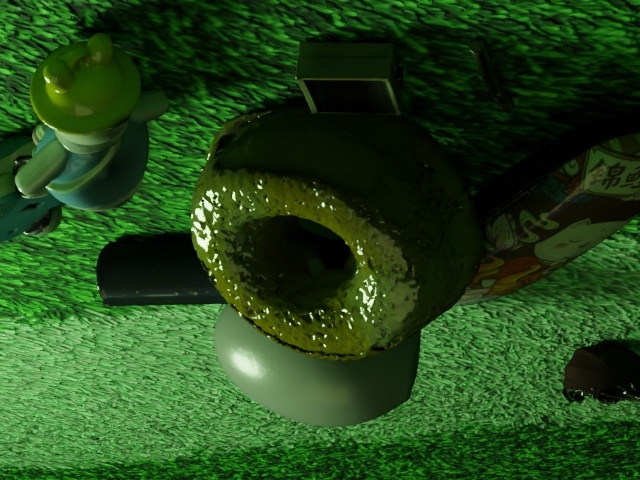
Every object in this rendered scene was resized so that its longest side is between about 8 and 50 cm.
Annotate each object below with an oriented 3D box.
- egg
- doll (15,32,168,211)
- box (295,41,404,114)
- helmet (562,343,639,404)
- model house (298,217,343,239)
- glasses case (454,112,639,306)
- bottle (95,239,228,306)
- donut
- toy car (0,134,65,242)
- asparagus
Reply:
[{"bbox_3d":[-0.005,0.119,2.146,0.232,0.176,0.176,4,162,7],"label":"egg"},{"bbox_3d":[-0.197,-0.099,1.649,0.135,0.099,0.241,-3,155,-4],"label":"doll"},{"bbox_3d":[0.028,-0.134,1.594,0.083,0.035,0.079,2,162,12],"label":"box"},{"bbox_3d":[0.356,0.163,2.355,0.123,0.070,0.098,2,169,-13],"label":"helmet"},{"bbox_3d":[0.060,-0.003,1.870,0.165,0.106,0.152,5,161,15],"label":"model house"},{"bbox_3d":[0.200,-0.023,1.735,0.122,0.082,0.321,1,153,-37],"label":"glasses case"},{"bbox_3d":[-0.121,0.034,2.084,0.244,0.072,0.082,-2,179,18],"label":"bottle"},{"bbox_3d":[0.000,0.000,1.712,0.272,0.107,0.272,15,128,20],"label":"donut"},{"bbox_3d":[-0.286,-0.067,1.833,0.161,0.098,0.126,-41,168,28],"label":"toy car"},{"bbox_3d":[0.142,-0.135,1.592,0.018,0.015,0.127,1,162,18],"label":"asparagus"}]
